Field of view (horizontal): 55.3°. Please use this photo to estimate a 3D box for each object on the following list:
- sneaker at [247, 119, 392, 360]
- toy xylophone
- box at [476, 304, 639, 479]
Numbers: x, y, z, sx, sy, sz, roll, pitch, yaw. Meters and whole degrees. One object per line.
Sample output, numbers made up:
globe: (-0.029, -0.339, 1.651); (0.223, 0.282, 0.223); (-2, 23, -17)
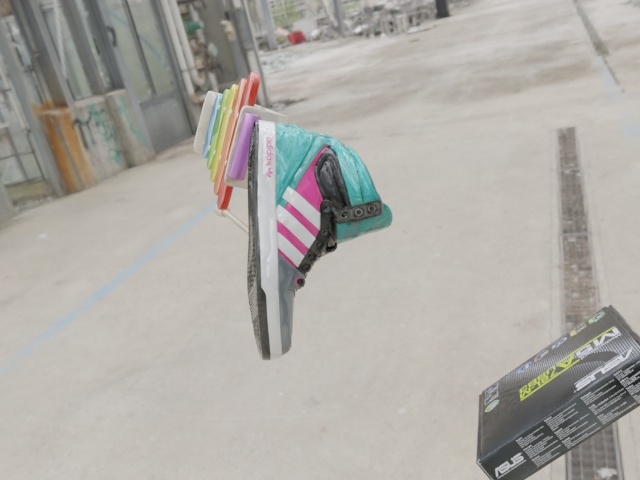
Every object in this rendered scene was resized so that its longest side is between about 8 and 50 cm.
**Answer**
sneaker: (0.000, 0.000, 0.769); (0.179, 0.295, 0.124); (1, -1, -12)
toy xylophone: (-0.139, -0.137, 0.985); (0.081, 0.236, 0.323); (11, 4, -23)
box: (0.249, 0.154, 0.633); (0.191, 0.045, 0.184); (-41, -7, 17)
